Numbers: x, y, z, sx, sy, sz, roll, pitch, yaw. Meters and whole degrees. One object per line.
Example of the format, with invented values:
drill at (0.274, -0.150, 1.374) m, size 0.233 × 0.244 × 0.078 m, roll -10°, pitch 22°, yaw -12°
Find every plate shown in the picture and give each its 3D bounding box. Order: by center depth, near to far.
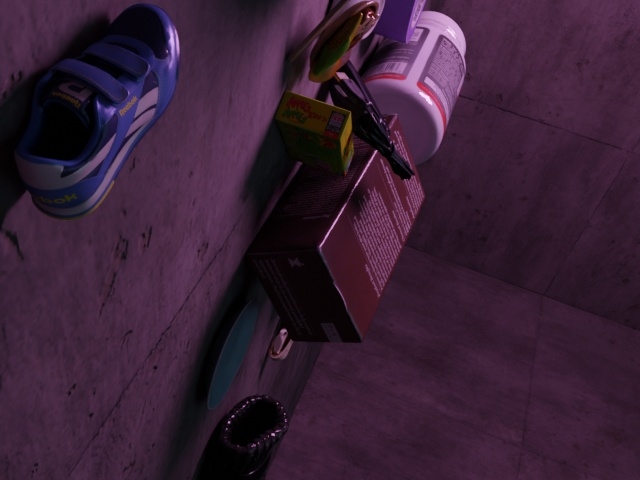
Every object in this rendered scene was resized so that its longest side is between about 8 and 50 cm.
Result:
plate at (-0.144, 0.173, 1.081) m, size 0.188 × 0.024 × 0.188 m, roll 20°, pitch 90°, yaw -82°

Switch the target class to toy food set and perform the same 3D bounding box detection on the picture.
toy food set at (0.034, -0.262, 0.915) m, size 0.132 × 0.038 × 0.192 m, roll -44°, pitch 177°, yaw 18°

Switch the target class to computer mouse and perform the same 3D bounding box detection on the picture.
computer mouse at (0.048, -0.211, 1.069) m, size 0.060 × 0.262 × 0.184 m, roll -32°, pitch 146°, yaw 13°

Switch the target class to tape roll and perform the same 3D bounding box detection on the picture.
tape roll at (0.162, -0.488, 1.341) m, size 0.189 × 0.080 × 0.189 m, roll 21°, pitch 90°, yaw -82°

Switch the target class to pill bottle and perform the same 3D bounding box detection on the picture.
pill bottle at (0.199, -0.340, 1.496) m, size 0.210 × 0.210 × 0.363 m, roll 103°, pitch 11°, yaw -47°

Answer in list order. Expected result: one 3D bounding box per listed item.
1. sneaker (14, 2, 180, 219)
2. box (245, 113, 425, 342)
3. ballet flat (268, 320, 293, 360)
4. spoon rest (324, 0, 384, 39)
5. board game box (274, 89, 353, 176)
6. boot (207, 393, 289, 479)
sneaker at (-0.125, -0.083, 0.395) m, size 0.059 × 0.053 × 0.144 m, roll 84°, pitch 26°, yaw -70°
box at (0.044, -0.029, 1.148) m, size 0.191 × 0.143 × 0.381 m, roll 66°, pitch 34°, yaw -31°
ballet flat at (-0.073, 0.200, 1.583) m, size 0.052 × 0.057 × 0.168 m, roll 36°, pitch 74°, yaw -73°
spoon rest at (0.079, -0.400, 1.040) m, size 0.276 × 0.084 × 0.137 m, roll -54°, pitch 167°, yaw -16°
board game box at (-0.004, -0.146, 0.973) m, size 0.181 × 0.092 × 0.043 m, roll 68°, pitch 42°, yaw -79°
boot at (-0.170, 0.478, 1.277) m, size 0.348 × 0.131 × 0.260 m, roll -78°, pitch -170°, yaw -57°
